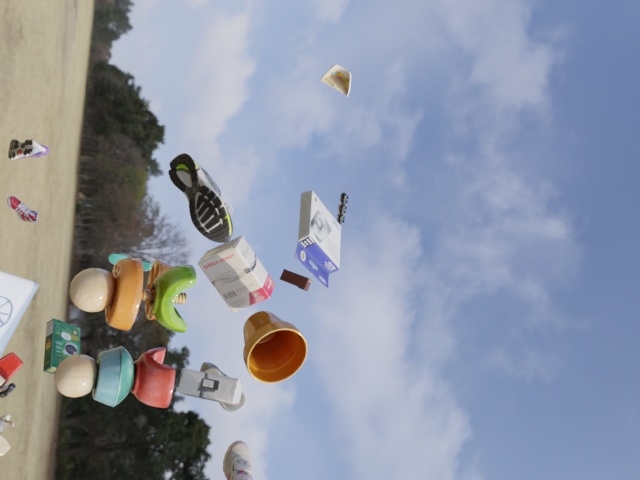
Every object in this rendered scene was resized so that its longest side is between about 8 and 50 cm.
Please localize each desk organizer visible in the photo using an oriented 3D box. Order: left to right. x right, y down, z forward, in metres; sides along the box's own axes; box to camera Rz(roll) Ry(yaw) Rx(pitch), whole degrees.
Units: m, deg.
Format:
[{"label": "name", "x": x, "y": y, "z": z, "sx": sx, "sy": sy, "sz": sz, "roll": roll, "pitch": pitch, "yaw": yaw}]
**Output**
[{"label": "desk organizer", "x": -0.107, "y": 0.170, "z": 2.048, "sx": 0.130, "sy": 0.047, "sz": 0.050, "roll": 19, "pitch": -103, "yaw": 22}]

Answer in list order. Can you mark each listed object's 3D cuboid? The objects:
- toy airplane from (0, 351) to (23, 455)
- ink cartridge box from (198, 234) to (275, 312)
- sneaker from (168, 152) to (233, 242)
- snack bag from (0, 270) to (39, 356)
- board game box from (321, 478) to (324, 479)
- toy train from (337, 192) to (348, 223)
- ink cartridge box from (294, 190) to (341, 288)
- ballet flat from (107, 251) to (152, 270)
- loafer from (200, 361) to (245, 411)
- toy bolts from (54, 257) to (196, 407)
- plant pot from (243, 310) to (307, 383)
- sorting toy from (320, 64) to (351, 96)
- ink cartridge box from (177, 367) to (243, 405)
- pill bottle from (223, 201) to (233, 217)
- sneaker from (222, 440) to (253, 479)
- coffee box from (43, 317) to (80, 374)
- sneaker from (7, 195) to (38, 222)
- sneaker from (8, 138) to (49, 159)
[{"label": "toy airplane", "x": -1.332, "y": 0.604, "z": 1.744, "sx": 0.272, "sy": 0.384, "sz": 0.387, "roll": -6, "pitch": -101, "yaw": 57}, {"label": "ink cartridge box", "x": -0.304, "y": 0.123, "z": 1.740, "sx": 0.171, "sy": 0.237, "sz": 0.100, "roll": -23, "pitch": -157, "yaw": 19}, {"label": "sneaker", "x": -0.326, "y": -0.120, "z": 1.388, "sx": 0.111, "sy": 0.121, "sz": 0.300, "roll": -34, "pitch": -109, "yaw": 13}, {"label": "snack bag", "x": -0.916, "y": 0.190, "z": 1.130, "sx": 0.037, "sy": 0.342, "sz": 0.323, "roll": 7, "pitch": -110, "yaw": 46}, {"label": "board game box", "x": -0.102, "y": 0.849, "z": 1.101, "sx": 0.356, "sy": 0.355, "sz": 0.357, "roll": 76, "pitch": -6, "yaw": -82}, {"label": "toy train", "x": 0.080, "y": -0.120, "z": 1.788, "sx": 0.158, "sy": 0.027, "sz": 0.036, "roll": 97, "pitch": -28, "yaw": -50}, {"label": "ink cartridge box", "x": 0.000, "y": 0.000, "z": 1.441, "sx": 0.045, "sy": 0.223, "sz": 0.224, "roll": -10, "pitch": -123, "yaw": 23}, {"label": "ballet flat", "x": -0.515, "y": 0.057, "z": 1.288, "sx": 0.041, "sy": 0.114, "sz": 0.041, "roll": -47, "pitch": -146, "yaw": 46}, {"label": "loafer", "x": -0.360, "y": 0.531, "z": 1.756, "sx": 0.087, "sy": 0.094, "sz": 0.251, "roll": 41, "pitch": -19, "yaw": 58}, {"label": "toy bolts", "x": -0.307, "y": 0.130, "z": 0.726, "sx": 0.218, "sy": 0.158, "sz": 0.229, "roll": 15, "pitch": -85, "yaw": 60}, {"label": "plant pot", "x": -0.171, "y": 0.335, "z": 1.588, "sx": 0.188, "sy": 0.204, "sz": 0.205, "roll": 42, "pitch": -56, "yaw": 58}, {"label": "sorting toy", "x": 0.050, "y": -0.424, "z": 1.233, "sx": 0.045, "sy": 0.083, "sz": 0.075, "roll": -62, "pitch": -176, "yaw": -12}, {"label": "ink cartridge box", "x": -0.288, "y": 0.388, "z": 1.257, "sx": 0.109, "sy": 0.150, "sz": 0.063, "roll": 94, "pitch": 7, "yaw": -67}, {"label": "pill bottle", "x": -0.401, "y": -0.078, "z": 1.879, "sx": 0.078, "sy": 0.078, "sz": 0.137, "roll": -46, "pitch": -158, "yaw": 51}, {"label": "sneaker", "x": -0.263, "y": 0.796, "z": 1.580, "sx": 0.111, "sy": 0.102, "sz": 0.253, "roll": -47, "pitch": -138, "yaw": 50}, {"label": "coffee box", "x": -0.855, "y": 0.359, "z": 1.579, "sx": 0.040, "sy": 0.113, "sz": 0.184, "roll": -29, "pitch": -126, "yaw": 10}, {"label": "sneaker", "x": -1.022, "y": -0.106, "z": 1.643, "sx": 0.119, "sy": 0.066, "sz": 0.042, "roll": 84, "pitch": 21, "yaw": -51}, {"label": "sneaker", "x": -0.952, "y": -0.288, "z": 1.549, "sx": 0.169, "sy": 0.071, "sz": 0.069, "roll": 6, "pitch": -94, "yaw": 28}]
